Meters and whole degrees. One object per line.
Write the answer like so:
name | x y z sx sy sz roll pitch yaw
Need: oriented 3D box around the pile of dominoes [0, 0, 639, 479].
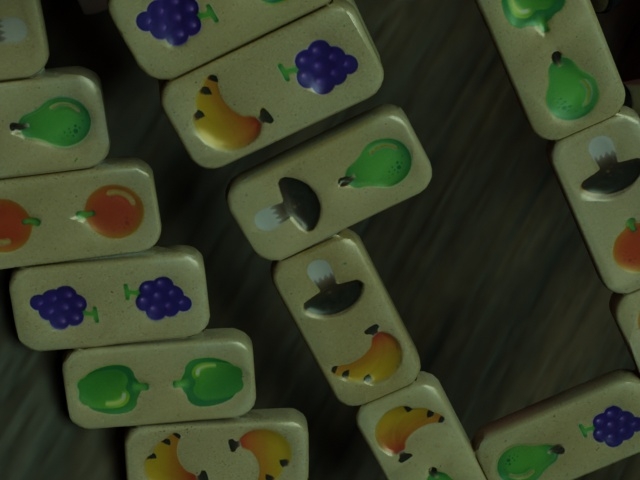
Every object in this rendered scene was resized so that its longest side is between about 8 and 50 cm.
pile of dominoes | 0.000 0.000 0.461 0.196 0.040 0.251 -25 116 7

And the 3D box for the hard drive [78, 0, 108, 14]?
hard drive | -0.041 -0.237 0.391 0.210 0.040 0.318 -22 115 13

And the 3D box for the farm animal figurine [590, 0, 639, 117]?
farm animal figurine | 0.185 -0.186 0.498 0.172 0.330 0.326 -26 87 -26
